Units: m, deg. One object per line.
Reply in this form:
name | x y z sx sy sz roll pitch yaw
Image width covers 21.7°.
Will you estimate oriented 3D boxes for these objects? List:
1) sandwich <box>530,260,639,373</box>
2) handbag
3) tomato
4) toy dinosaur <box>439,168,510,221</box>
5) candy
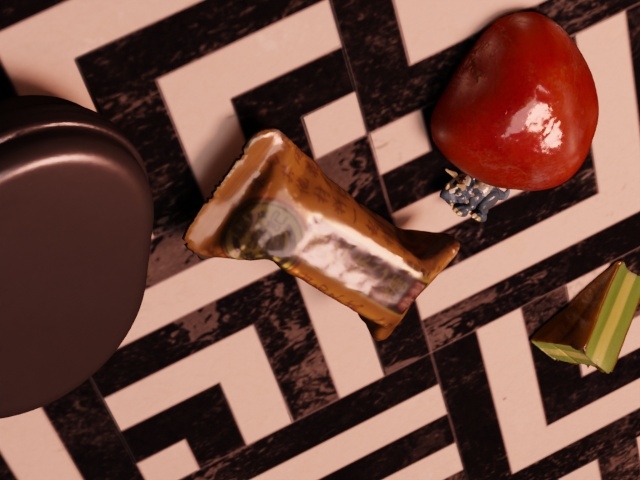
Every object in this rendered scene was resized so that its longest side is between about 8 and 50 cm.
sandwich | 0.300 0.079 1.866 0.074 0.074 0.116 37 72 -44
handbag | -0.264 0.018 1.402 0.254 0.093 0.308 -15 134 -31
tomato | 0.203 -0.115 1.569 0.174 0.082 0.166 27 104 -34
toy dinosaur | 0.154 -0.047 1.652 0.083 0.030 0.047 14 122 -38
candy | 0.000 0.000 1.561 0.271 0.101 0.143 29 104 -37
